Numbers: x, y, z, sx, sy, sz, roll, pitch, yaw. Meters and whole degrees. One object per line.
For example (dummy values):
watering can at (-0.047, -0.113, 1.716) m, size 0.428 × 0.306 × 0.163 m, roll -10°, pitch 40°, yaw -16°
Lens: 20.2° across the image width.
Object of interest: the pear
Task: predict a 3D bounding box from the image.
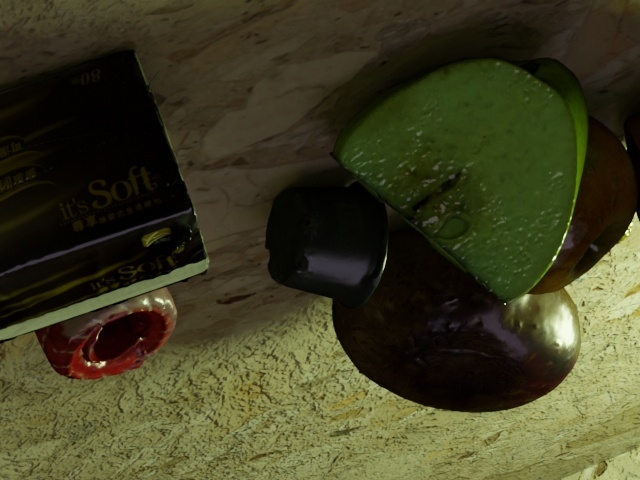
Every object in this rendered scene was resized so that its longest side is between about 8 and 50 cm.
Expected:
pear at (0.179, -0.103, 2.017) m, size 0.292 × 0.292 × 0.159 m, roll -24°, pitch -170°, yaw 7°

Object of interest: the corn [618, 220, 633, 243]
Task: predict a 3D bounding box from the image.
corn at (0.327, 0.006, 2.496) m, size 0.231 × 0.080 × 0.080 m, roll -27°, pitch 155°, yaw 20°

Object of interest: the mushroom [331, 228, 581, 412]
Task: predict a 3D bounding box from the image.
mushroom at (0.180, 0.109, 2.406) m, size 0.345 × 0.345 × 0.239 m, roll -37°, pitch -167°, yaw 31°

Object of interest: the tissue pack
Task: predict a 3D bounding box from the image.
tissue pack at (-0.303, -0.019, 1.784) m, size 0.370 × 0.210 × 0.198 m, roll -20°, pitch 152°, yaw -5°

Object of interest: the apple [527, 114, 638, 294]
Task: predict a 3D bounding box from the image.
apple at (0.263, -0.054, 2.194) m, size 0.237 × 0.207 × 0.237 m, roll -37°, pitch 161°, yaw -15°

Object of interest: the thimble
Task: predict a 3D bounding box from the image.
thimble at (-0.260, 0.071, 2.084) m, size 0.163 × 0.125 × 0.189 m, roll -26°, pitch 157°, yaw -8°

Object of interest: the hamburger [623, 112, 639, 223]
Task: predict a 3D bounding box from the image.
hamburger at (0.532, -0.047, 2.254) m, size 0.250 × 0.330 × 0.330 m, roll -18°, pitch 156°, yaw 5°

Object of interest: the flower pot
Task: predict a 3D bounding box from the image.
flower pot at (0.000, 0.000, 2.150) m, size 0.107 × 0.157 × 0.157 m, roll 6°, pitch 146°, yaw -23°
